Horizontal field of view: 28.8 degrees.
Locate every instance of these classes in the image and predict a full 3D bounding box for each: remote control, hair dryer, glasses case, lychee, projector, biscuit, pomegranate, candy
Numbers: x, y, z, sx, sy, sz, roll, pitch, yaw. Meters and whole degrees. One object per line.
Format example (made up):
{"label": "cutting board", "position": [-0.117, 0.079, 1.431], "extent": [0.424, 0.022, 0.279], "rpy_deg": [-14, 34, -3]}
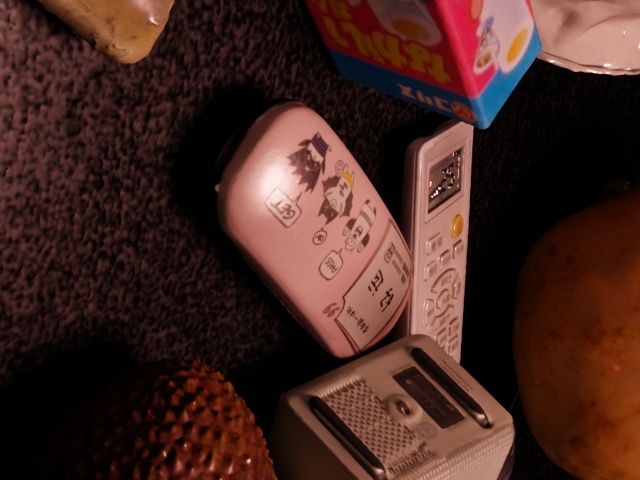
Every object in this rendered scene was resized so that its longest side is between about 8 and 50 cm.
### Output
{"label": "remote control", "position": [0.098, 0.037, 1.217], "extent": [0.109, 0.055, 0.313], "rpy_deg": [-32, 130, -51]}
{"label": "hair dryer", "position": [0.169, 0.195, 1.408], "extent": [0.195, 0.075, 0.219], "rpy_deg": [-60, 139, -26]}
{"label": "glasses case", "position": [0.000, 0.000, 1.034], "extent": [0.122, 0.075, 0.314], "rpy_deg": [-52, 145, -12]}
{"label": "lychee", "position": [-0.122, 0.184, 0.900], "extent": [0.194, 0.194, 0.194], "rpy_deg": [-31, 133, -40]}
{"label": "projector", "position": [0.046, 0.227, 1.128], "extent": [0.177, 0.163, 0.242], "rpy_deg": [-19, 138, -37]}
{"label": "biscuit", "position": [0.396, -0.026, 1.591], "extent": [0.199, 0.034, 0.064], "rpy_deg": [26, 88, -55]}
{"label": "pomegranate", "position": [0.386, 0.120, 1.402], "extent": [0.410, 0.410, 0.410], "rpy_deg": [-31, 133, -40]}
{"label": "candy", "position": [0.049, -0.226, 0.892], "extent": [0.100, 0.157, 0.306], "rpy_deg": [-52, 143, -19]}

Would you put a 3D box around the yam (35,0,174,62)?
{"label": "yam", "position": [-0.188, -0.215, 0.654], "extent": [0.083, 0.083, 0.371], "rpy_deg": [-59, 144, -9]}

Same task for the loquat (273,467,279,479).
{"label": "loquat", "position": [-0.083, 0.272, 1.036], "extent": [0.152, 0.152, 0.195], "rpy_deg": [10, 94, -55]}

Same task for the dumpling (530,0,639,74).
{"label": "dumpling", "position": [0.252, -0.296, 1.118], "extent": [0.260, 0.181, 0.341], "rpy_deg": [-45, 149, 6]}
